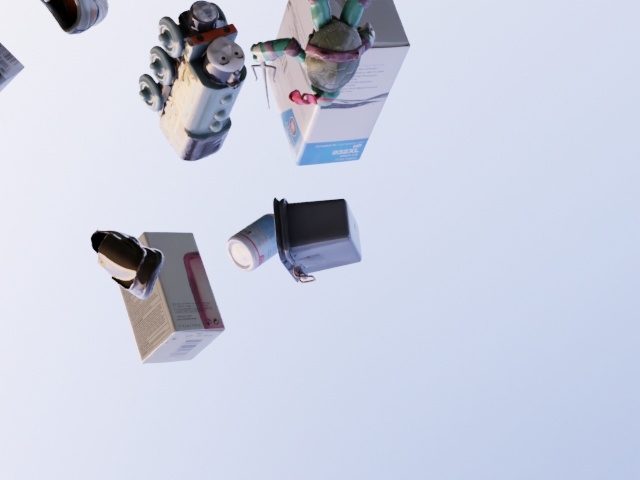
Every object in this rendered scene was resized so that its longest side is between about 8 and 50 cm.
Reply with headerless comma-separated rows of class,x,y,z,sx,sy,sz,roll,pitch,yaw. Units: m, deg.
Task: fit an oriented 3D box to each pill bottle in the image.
pill bottle,-0.121,-0.005,2.446,0.087,0.087,0.160,7,-148,42

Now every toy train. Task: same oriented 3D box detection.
toy train,-0.228,-0.294,2.103,0.142,0.190,0.334,-25,164,-31

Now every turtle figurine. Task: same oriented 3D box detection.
turtle figurine,0.011,-0.265,1.488,0.175,0.234,0.118,-9,-141,-30

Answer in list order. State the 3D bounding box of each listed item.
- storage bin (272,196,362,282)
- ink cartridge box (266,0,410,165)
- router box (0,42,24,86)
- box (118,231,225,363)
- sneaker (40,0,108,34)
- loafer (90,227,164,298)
storage bin,0.000,0.000,1.428,0.091,0.135,0.098,-9,-109,9
ink cartridge box,0.021,-0.307,1.905,0.129,0.307,0.223,-5,-121,-20
router box,-0.628,-0.194,1.818,0.243,0.081,0.309,-40,-167,18
box,-0.310,0.115,2.304,0.148,0.127,0.232,-41,-120,41
sneaker,-0.458,-0.473,1.916,0.100,0.271,0.108,-17,-153,28
loafer,-0.310,0.033,1.759,0.220,0.078,0.080,22,-90,61
